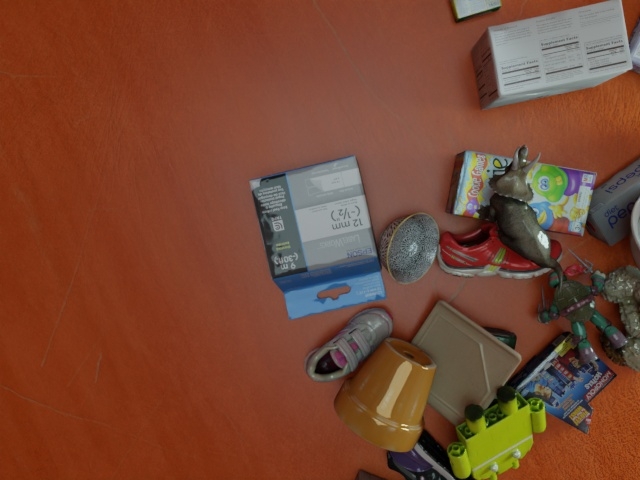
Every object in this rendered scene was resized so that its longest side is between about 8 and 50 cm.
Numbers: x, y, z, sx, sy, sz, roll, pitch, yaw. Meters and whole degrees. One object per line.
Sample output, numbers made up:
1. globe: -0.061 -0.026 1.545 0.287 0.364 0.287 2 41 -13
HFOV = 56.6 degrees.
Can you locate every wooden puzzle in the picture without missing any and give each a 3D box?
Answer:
1. wooden puzzle: 0.307 0.287 1.362 0.221 0.044 0.238 36 112 23

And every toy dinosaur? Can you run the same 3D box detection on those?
1. toy dinosaur: 0.395 -0.025 1.180 0.121 0.160 0.313 -18 95 8

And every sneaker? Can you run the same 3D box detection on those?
1. sneaker: 0.404 0.016 1.334 0.279 0.107 0.118 -4 119 4
2. sneaker: 0.278 0.581 1.415 0.283 0.107 0.124 47 108 5
3. sneaker: 0.067 0.257 1.390 0.252 0.111 0.103 -41 90 6

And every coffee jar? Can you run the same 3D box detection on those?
1. coffee jar: 0.395 0.299 1.384 0.096 0.079 0.184 7 95 8

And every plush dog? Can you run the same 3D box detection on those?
1. plush dog: 0.755 0.203 1.313 0.263 0.210 0.225 5 121 6

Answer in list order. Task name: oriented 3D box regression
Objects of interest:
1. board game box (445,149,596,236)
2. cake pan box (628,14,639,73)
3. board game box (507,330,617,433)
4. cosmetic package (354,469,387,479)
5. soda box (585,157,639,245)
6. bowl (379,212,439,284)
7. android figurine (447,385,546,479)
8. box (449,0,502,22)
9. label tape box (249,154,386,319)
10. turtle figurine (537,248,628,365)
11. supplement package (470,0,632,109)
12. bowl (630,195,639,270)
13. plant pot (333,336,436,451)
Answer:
1. board game box: 0.435 -0.104 1.322 0.276 0.144 0.142 10 95 4
2. cake pan box: 0.828 -0.461 1.306 0.246 0.070 0.266 21 95 5
3. board game box: 0.575 0.341 1.384 0.194 0.060 0.194 43 96 -1
4. cosmetic package: 0.181 0.661 1.417 0.238 0.107 0.127 22 95 0
5. soda box: 0.718 -0.115 1.316 0.286 0.091 0.098 -36 107 5
6. bowl: 0.187 0.009 1.366 0.080 0.170 0.170 23 97 47
7. android figurine: 0.399 0.449 1.345 0.248 0.056 0.272 -25 125 -10
8. box: 0.334 -0.598 1.347 0.105 0.043 0.179 -15 95 6
9. label tape box: 0.000 0.000 1.378 0.249 0.115 0.347 -12 91 5
10. turtle figurine: 0.560 0.145 1.311 0.175 0.118 0.234 -34 73 23
11. supplement package: 0.478 -0.388 1.268 0.262 0.204 0.145 -10 94 5
12. bowl: 0.764 0.027 1.210 0.298 0.134 0.297 -1 57 2
13. plant pot: 0.160 0.328 1.324 0.205 0.205 0.187 26 101 2
